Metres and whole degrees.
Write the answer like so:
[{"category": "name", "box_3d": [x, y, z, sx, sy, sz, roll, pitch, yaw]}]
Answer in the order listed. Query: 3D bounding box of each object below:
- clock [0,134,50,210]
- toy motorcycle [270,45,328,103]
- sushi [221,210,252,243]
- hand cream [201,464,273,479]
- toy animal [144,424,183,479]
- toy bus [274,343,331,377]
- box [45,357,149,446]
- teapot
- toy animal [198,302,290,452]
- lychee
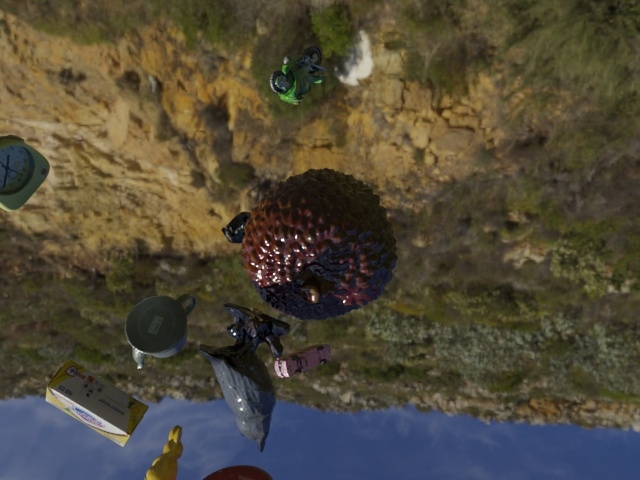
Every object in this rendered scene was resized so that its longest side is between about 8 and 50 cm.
[{"category": "clock", "box_3d": [-0.803, -0.193, 1.569, 0.069, 0.232, 0.170, 26, -110, 24]}, {"category": "toy motorcycle", "box_3d": [-0.052, -0.401, 1.540, 0.074, 0.106, 0.190, 11, -135, 40]}, {"category": "sushi", "box_3d": [-0.201, -0.034, 1.660, 0.084, 0.083, 0.056, 19, -158, -47]}, {"category": "hand cream", "box_3d": [-0.207, 0.682, 1.536, 0.230, 0.149, 0.230, -9, -158, 3]}, {"category": "toy animal", "box_3d": [-0.398, 0.579, 1.672, 0.083, 0.159, 0.070, 12, 159, 24]}, {"category": "toy bus", "box_3d": [-0.056, 0.393, 2.050, 0.203, 0.063, 0.090, -13, -179, -44]}, {"category": "box", "box_3d": [-0.627, 0.456, 1.745, 0.265, 0.168, 0.097, 34, -125, -7]}, {"category": "teapot", "box_3d": [-0.423, 0.242, 1.695, 0.162, 0.149, 0.239, 30, -113, 15]}, {"category": "toy animal", "box_3d": [-0.111, 0.200, 0.874, 0.117, 0.210, 0.121, -2, -172, -36]}, {"category": "lychee", "box_3d": [0.000, 0.000, 0.960, 0.236, 0.236, 0.271, 3, -137, 7]}]
